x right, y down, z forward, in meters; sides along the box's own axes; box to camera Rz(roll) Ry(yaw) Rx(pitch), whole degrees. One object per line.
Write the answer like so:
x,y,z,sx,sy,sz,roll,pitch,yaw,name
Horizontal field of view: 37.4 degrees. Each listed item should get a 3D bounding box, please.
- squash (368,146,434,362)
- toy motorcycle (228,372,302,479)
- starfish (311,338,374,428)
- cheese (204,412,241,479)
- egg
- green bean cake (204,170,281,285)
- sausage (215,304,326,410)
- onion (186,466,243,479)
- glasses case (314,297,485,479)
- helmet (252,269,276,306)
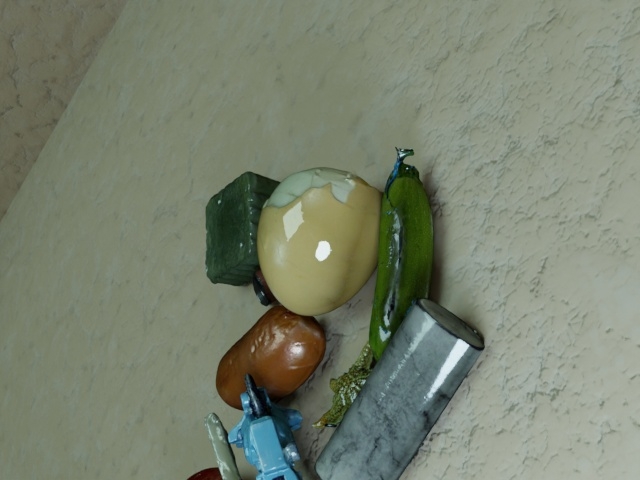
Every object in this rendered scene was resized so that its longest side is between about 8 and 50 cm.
0.121,0.021,1.361,0.087,0.087,0.331,-22,57,53,squash
-0.069,0.348,1.457,0.182,0.123,0.272,80,172,-60,toy motorcycle
0.063,0.209,1.409,0.208,0.053,0.176,-12,56,50,starfish
-0.110,0.455,1.462,0.085,0.034,0.400,81,167,-59,cheese
0.000,0.000,1.459,0.201,0.201,0.244,34,114,58,egg
-0.146,-0.016,1.804,0.183,0.094,0.185,-28,53,50,green bean cake
-0.085,0.203,1.569,0.258,0.133,0.133,-43,42,38,sausage
-0.208,0.498,1.586,0.230,0.163,0.230,-18,69,56,onion
0.101,0.226,1.280,0.114,0.060,0.299,37,111,19,glasses case
-0.091,0.081,1.712,0.065,0.049,0.084,61,164,11,helmet
